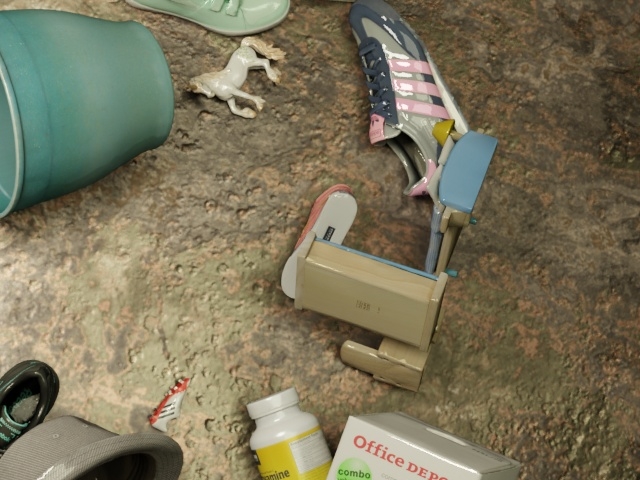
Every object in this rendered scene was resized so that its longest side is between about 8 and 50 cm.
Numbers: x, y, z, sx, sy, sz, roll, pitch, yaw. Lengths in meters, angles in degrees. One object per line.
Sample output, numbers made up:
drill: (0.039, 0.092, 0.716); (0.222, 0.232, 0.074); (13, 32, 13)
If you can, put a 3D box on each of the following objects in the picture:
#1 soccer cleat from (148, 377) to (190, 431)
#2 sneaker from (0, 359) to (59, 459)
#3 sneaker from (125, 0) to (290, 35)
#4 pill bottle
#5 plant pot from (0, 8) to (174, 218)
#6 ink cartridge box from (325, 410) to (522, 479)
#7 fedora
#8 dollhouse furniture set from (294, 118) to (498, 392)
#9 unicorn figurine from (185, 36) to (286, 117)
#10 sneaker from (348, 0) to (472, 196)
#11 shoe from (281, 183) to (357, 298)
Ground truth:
soccer cleat: (-0.205, 0.230, 1.819); (0.035, 0.029, 0.083); (42, 75, -15)
sneaker: (-0.440, 0.267, 1.701); (0.101, 0.106, 0.267); (35, 74, -10)
sneaker: (-0.151, -0.368, 1.873); (0.256, 0.151, 0.094); (6, 77, -17)
pill bottle: (-0.038, 0.303, 1.816); (0.103, 0.103, 0.184); (-20, 86, -19)
plant pot: (-0.345, -0.187, 1.736); (0.255, 0.271, 0.272); (-15, 85, -33)
ink cartridge box: (0.112, 0.386, 1.725); (0.198, 0.197, 0.270); (20, 93, 25)
fedora: (-0.326, 0.313, 1.694); (0.275, 0.244, 0.124); (-17, 50, -44)
dollhouse furniture set: (0.109, 0.000, 1.879); (0.198, 0.286, 0.303); (19, 56, 9)
unicorn figurine: (-0.125, -0.235, 1.913); (0.111, 0.060, 0.162); (34, 57, -8)
sneaker: (0.112, -0.214, 1.947); (0.131, 0.112, 0.319); (-32, 90, -22)
shoe: (0.000, 0.000, 1.904); (0.063, 0.081, 0.178); (27, 104, -7)
